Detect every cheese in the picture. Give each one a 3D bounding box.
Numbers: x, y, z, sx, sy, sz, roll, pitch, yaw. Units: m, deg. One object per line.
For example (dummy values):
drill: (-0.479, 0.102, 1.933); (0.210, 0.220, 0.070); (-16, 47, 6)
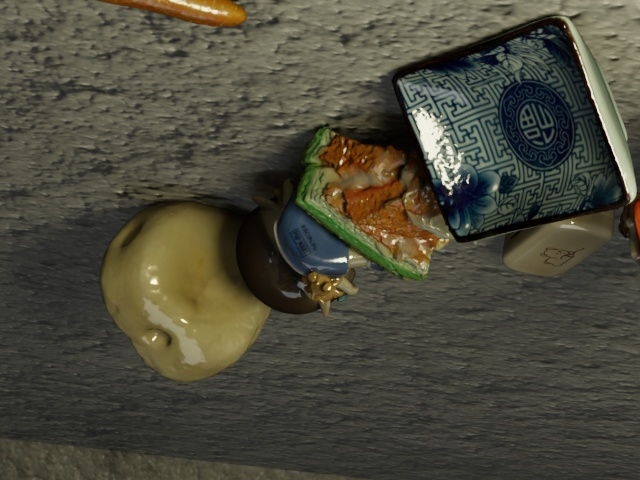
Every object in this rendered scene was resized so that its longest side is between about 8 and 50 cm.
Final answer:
cheese: (-0.152, 0.060, 2.357); (0.235, 0.218, 0.117); (-6, 178, -37)

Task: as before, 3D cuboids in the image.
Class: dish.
dish: (0.195, -0.108, 1.824); (0.080, 0.181, 0.243); (-26, -173, -38)

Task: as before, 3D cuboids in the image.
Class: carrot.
carrot: (-0.181, -0.227, 1.739); (0.248, 0.043, 0.043); (13, 162, -20)

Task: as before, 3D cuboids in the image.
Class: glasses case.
glasses case: (0.267, -0.007, 2.208); (0.083, 0.050, 0.196); (9, 162, -10)

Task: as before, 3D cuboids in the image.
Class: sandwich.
sandwich: (0.073, -0.045, 2.019); (0.185, 0.109, 0.160); (28, 164, -12)

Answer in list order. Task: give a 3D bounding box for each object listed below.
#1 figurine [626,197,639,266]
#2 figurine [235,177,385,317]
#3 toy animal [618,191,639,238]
figurine: (0.386, 0.009, 1.799); (0.193, 0.154, 0.421); (-11, 140, 5)
figurine: (-0.008, 0.004, 2.217); (0.158, 0.161, 0.275); (-27, 179, -23)
toy animal: (0.425, -0.046, 1.906); (0.255, 0.116, 0.114); (8, 164, -2)
